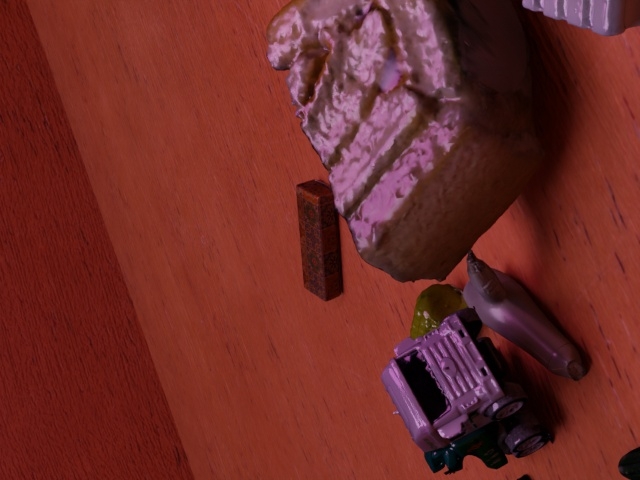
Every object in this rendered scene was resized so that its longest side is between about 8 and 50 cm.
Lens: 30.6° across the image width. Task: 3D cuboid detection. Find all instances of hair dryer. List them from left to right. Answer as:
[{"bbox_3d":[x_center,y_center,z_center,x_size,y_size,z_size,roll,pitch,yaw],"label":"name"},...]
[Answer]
[{"bbox_3d":[0.250,0.082,1.560,0.206,0.075,0.237,44,179,39],"label":"hair dryer"}]

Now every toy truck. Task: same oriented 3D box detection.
[{"bbox_3d":[0.204,0.237,1.651,0.176,0.178,0.363,60,-179,28],"label":"toy truck"}]

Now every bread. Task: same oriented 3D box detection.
[{"bbox_3d":[0.140,-0.171,1.476,0.264,0.239,0.395,-32,74,33],"label":"bread"}]

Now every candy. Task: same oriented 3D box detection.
[{"bbox_3d":[0.186,0.159,1.840,0.096,0.097,0.209,54,156,36],"label":"candy"}]

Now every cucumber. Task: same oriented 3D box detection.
[{"bbox_3d":[0.414,0.285,1.484,0.048,0.048,0.105,69,158,9],"label":"cucumber"}]

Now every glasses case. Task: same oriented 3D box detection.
[{"bbox_3d":[0.000,0.000,2.177,0.075,0.049,0.218,30,133,48],"label":"glasses case"}]

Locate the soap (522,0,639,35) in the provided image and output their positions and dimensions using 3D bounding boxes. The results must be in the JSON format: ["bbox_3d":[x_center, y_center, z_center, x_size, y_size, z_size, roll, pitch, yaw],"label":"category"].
[{"bbox_3d":[0.295,-0.369,1.252,0.160,0.088,0.265,36,138,53],"label":"soap"}]

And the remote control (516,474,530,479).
[{"bbox_3d":[0.356,0.467,1.754,0.245,0.025,0.063,59,154,27],"label":"remote control"}]
